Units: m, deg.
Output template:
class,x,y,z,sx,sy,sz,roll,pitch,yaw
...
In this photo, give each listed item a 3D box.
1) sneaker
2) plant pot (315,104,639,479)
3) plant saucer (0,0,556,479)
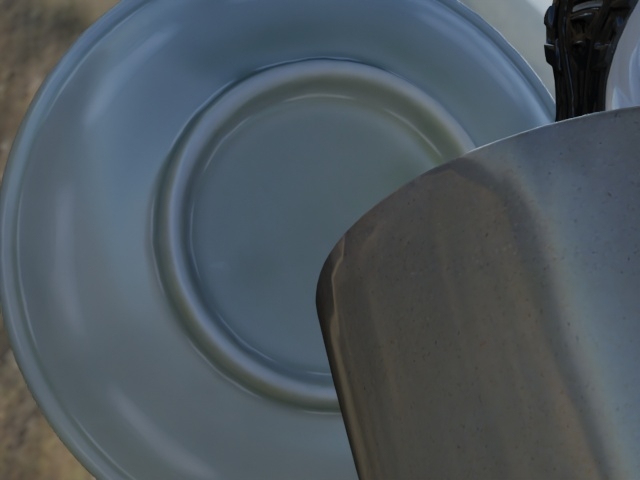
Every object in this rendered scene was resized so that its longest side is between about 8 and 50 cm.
class,x,y,z,sx,sy,sz,roll,pitch,yaw
sneaker,0.180,-0.084,1.016,0.108,0.271,0.100,7,3,-20
plant pot,0.134,0.132,0.702,0.256,0.256,0.274,31,45,-47
plant saucer,0.000,0.000,1.205,0.400,0.400,0.100,42,-15,-5
